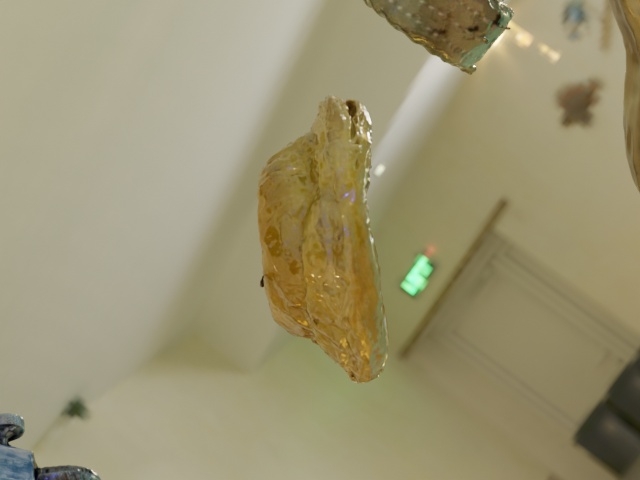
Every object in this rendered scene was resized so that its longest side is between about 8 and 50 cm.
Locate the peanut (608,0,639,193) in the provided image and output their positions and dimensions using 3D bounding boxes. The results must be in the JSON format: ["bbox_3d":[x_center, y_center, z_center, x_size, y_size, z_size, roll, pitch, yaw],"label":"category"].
[{"bbox_3d":[0.272,-0.153,1.038,0.149,0.149,0.313,-36,-58,-63],"label":"peanut"}]

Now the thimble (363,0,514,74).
[{"bbox_3d":[0.087,-0.177,1.077,0.062,0.110,0.084,-53,6,18],"label":"thimble"}]

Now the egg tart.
[{"bbox_3d":[0.000,0.000,1.555,0.319,0.128,0.318,-4,-90,-89],"label":"egg tart"}]

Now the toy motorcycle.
[{"bbox_3d":[-0.303,0.211,1.212,0.254,0.092,0.135,20,-43,-41],"label":"toy motorcycle"}]
